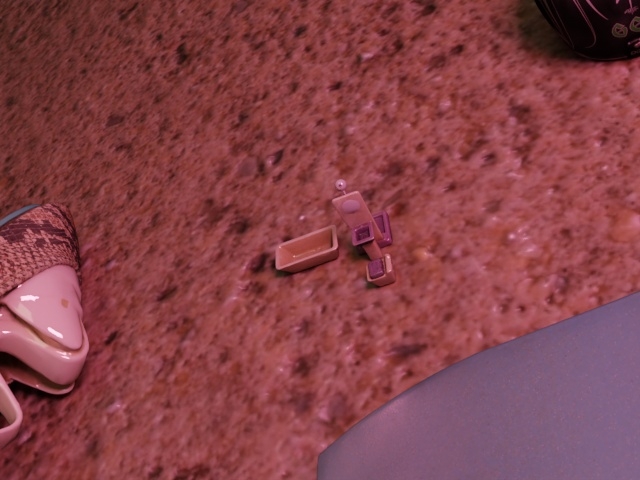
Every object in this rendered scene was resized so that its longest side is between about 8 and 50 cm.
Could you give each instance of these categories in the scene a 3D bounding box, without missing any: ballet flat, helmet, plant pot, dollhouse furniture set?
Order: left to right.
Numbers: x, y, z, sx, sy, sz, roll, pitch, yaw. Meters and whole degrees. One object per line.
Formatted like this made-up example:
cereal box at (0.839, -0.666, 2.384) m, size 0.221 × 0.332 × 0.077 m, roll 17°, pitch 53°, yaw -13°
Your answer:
ballet flat at (-0.333, 0.121, 0.748) m, size 0.182 × 0.164 × 0.483 m, roll 22°, pitch 33°, yaw 14°
dollhouse furniture set at (0.000, 0.000, 0.740) m, size 0.114 × 0.081 × 0.091 m, roll -20°, pitch 44°, yaw 16°
plant pot at (0.120, 0.166, 0.464) m, size 0.234 × 0.165 × 0.166 m, roll -22°, pitch 43°, yaw 25°
helmet at (0.267, -0.271, 0.756) m, size 0.169 × 0.161 × 0.169 m, roll -17°, pitch 45°, yaw 18°
